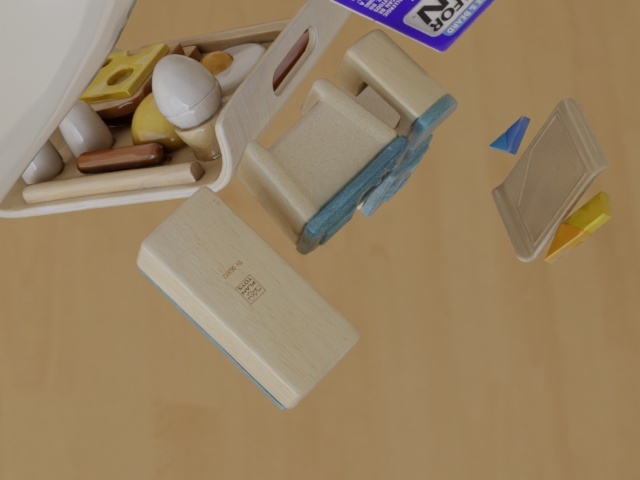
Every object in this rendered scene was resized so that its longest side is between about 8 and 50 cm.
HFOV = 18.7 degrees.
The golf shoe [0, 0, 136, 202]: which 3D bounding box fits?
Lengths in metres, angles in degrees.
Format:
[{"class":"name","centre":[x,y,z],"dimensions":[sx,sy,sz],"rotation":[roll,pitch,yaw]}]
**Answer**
[{"class":"golf shoe","centre":[-0.047,-0.126,0.397],"dimensions":[0.115,0.140,0.306],"rotation":[36,57,-29]}]

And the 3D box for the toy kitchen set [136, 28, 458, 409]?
[{"class":"toy kitchen set","centre":[0.000,0.000,1.154],"dimensions":[0.122,0.166,0.207],"rotation":[44,70,5]}]

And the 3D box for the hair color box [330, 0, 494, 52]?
[{"class":"hair color box","centre":[-0.033,-0.260,1.205],"dimensions":[0.339,0.110,0.185],"rotation":[20,35,-43]}]

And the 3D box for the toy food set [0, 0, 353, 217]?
[{"class":"toy food set","centre":[-0.137,-0.130,1.544],"dimensions":[0.092,0.306,0.220],"rotation":[60,44,-29]}]

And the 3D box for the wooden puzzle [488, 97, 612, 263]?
[{"class":"wooden puzzle","centre":[0.123,-0.031,1.039],"dimensions":[0.014,0.078,0.116],"rotation":[23,36,-27]}]
